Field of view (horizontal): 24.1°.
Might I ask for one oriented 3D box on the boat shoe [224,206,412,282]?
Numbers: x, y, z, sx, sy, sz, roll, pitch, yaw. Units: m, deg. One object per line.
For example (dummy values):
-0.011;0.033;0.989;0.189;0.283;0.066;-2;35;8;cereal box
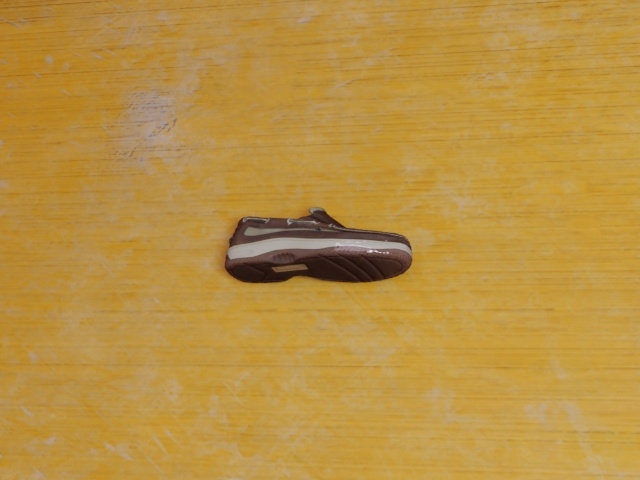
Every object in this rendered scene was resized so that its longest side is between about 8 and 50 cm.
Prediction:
-0.002;-0.004;1.979;0.257;0.095;0.095;-1;62;17;boat shoe
